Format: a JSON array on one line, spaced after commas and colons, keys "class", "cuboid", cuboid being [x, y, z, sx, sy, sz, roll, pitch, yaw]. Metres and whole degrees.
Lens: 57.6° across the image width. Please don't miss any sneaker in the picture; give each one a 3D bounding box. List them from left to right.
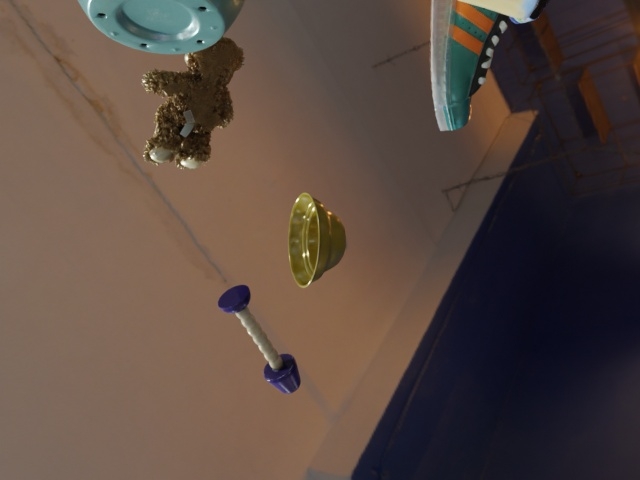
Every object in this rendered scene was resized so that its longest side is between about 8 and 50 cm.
[{"class": "sneaker", "cuboid": [0.197, -0.282, 0.716, 0.108, 0.121, 0.302, -71, -19, -62]}]

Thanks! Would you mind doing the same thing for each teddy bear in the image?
[{"class": "teddy bear", "cuboid": [-0.300, -0.319, 1.351, 0.245, 0.113, 0.338, -9, -55, -32]}]

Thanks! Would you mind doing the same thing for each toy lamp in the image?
[{"class": "toy lamp", "cuboid": [-0.118, 0.215, 1.217, 0.080, 0.080, 0.274, -52, -52, -40]}]

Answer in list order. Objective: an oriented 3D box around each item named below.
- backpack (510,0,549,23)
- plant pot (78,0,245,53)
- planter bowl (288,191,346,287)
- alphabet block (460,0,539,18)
[{"class": "backpack", "cuboid": [0.438, -0.528, 1.250, 0.105, 0.084, 0.114, 41, -108, -32]}, {"class": "plant pot", "cuboid": [-0.222, -0.409, 0.813, 0.293, 0.293, 0.235, 9, -105, -45]}, {"class": "planter bowl", "cuboid": [0.000, 0.000, 1.334, 0.090, 0.217, 0.217, 2, -102, -20]}, {"class": "alphabet block", "cuboid": [0.108, -0.317, 0.425, 0.197, 0.193, 0.192, 18, -114, 4]}]
